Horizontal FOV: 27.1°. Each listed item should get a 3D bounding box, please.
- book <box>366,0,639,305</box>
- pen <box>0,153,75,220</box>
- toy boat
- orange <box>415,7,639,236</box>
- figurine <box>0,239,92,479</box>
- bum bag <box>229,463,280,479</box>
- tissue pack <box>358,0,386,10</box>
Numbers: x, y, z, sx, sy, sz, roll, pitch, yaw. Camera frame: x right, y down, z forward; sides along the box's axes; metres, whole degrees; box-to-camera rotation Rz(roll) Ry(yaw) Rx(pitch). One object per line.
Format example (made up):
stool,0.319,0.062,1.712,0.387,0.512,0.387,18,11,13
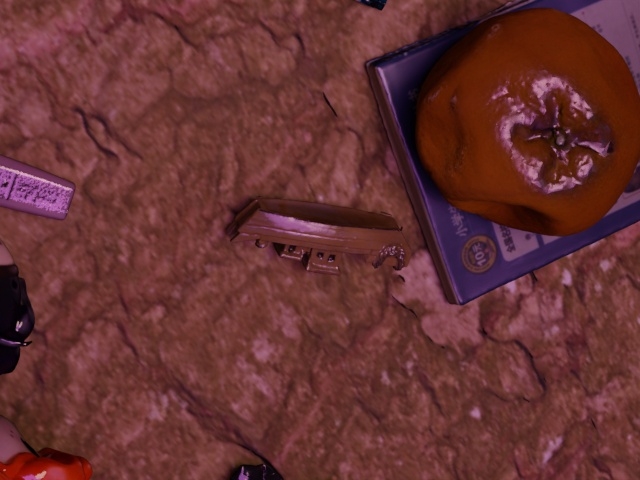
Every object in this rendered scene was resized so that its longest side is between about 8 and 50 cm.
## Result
book,0.289,-0.140,1.520,0.428,0.039,0.300,-24,106,-14
pen,-0.343,-0.068,1.321,0.197,0.032,0.053,17,94,-22
toy boat,0.000,0.000,1.438,0.206,0.064,0.072,8,115,-18
orange,0.229,-0.123,1.384,0.249,0.183,0.249,-3,102,-17
figurine,-0.381,0.175,1.268,0.306,0.241,0.411,-10,85,-43
bum bag,-0.098,0.298,1.469,0.058,0.034,0.124,39,86,-30
tissue pack,0.058,-0.323,1.416,0.085,0.028,0.138,18,90,-21
